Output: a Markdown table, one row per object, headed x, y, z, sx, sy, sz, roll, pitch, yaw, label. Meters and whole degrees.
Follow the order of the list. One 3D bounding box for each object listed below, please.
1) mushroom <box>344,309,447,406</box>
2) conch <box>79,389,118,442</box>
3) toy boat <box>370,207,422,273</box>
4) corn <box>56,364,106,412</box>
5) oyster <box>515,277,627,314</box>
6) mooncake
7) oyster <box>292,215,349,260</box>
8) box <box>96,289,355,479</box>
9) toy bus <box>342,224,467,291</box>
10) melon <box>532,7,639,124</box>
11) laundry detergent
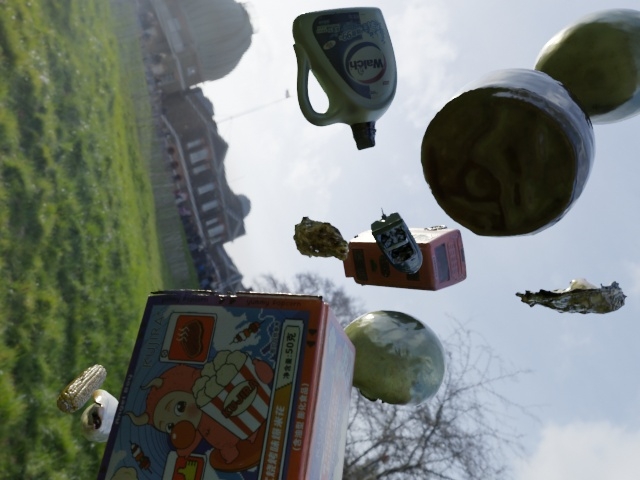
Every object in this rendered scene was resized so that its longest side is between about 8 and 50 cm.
| x | y | z | sx | sy | sz | roll | pitch | yaw | label |
| --- | --- | --- | --- | --- | --- | --- | --- | --- | --- |
| 0.214 | 0.364 | 1.713 | 0.352 | 0.352 | 0.260 | 40 | -54 | 51 | mushroom |
| -0.486 | 0.384 | 1.220 | 0.094 | 0.104 | 0.176 | 29 | -18 | 10 | conch |
| 0.211 | 0.022 | 1.487 | 0.246 | 0.093 | 0.103 | 53 | 17 | -47 | toy boat |
| -0.643 | 0.400 | 1.524 | 0.207 | 0.068 | 0.068 | -69 | 140 | -76 | corn |
| 0.626 | 0.141 | 1.384 | 0.198 | 0.260 | 0.092 | 164 | -79 | -67 | oyster |
| 0.321 | -0.147 | 0.984 | 0.285 | 0.155 | 0.284 | 15 | -58 | 26 | mooncake |
| 0.001 | -0.003 | 1.325 | 0.166 | 0.053 | 0.108 | 3 | -77 | 32 | oyster |
| -0.133 | 0.287 | 0.900 | 0.257 | 0.319 | 0.348 | 60 | 35 | -59 | box |
| 0.290 | 0.066 | 2.009 | 0.427 | 0.233 | 0.203 | 0 | -76 | 48 | toy bus |
| 0.627 | -0.385 | 1.260 | 0.308 | 0.272 | 0.271 | 8 | -58 | 41 | melon |
| 0.054 | -0.325 | 1.160 | 0.105 | 0.215 | 0.280 | -166 | -112 | -75 | laundry detergent |
